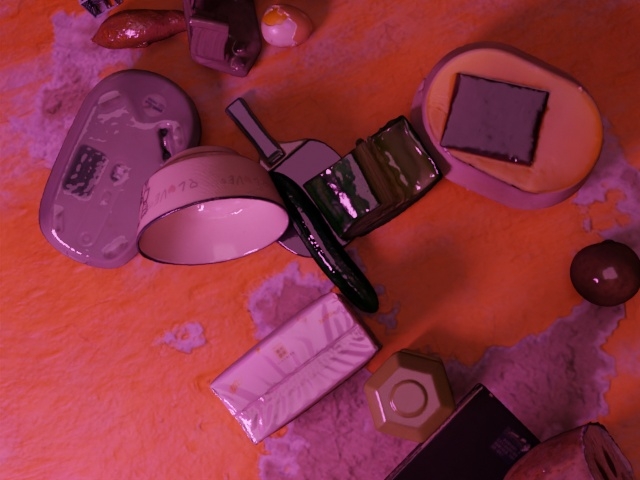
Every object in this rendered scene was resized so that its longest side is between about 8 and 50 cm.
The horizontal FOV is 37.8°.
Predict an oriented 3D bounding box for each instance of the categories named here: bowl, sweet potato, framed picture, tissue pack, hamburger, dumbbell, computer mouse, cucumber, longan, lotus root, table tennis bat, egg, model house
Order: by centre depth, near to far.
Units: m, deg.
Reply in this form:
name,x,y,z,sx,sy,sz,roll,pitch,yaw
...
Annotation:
name,x,y,z,sx,sy,sz,roll,pitch,yaw
lotus root,0.362,0.404,1.311,0.192,0.272,0.272,-28,82,15
dumbbell,0.129,0.211,1.317,0.108,0.302,0.121,43,92,9
framed picture,0.175,0.386,1.353,0.338,0.255,0.014,-46,37,0
tissue pack,-0.030,0.185,1.397,0.225,0.185,0.124,-38,85,2
cucumber,0.067,-0.089,1.408,0.191,0.191,0.130,-36,83,1
longan,0.432,0.044,1.413,0.106,0.106,0.119,1,45,6
hamburger,0.285,-0.175,1.424,0.295,0.151,0.227,28,90,0
bowl,-0.171,-0.061,1.430,0.238,0.238,0.126,-14,67,4
cucumber,0.000,0.000,1.466,0.056,0.056,0.284,-37,85,1
model house,-0.166,-0.386,1.467,0.122,0.188,0.229,-7,81,1
computer mouse,-0.324,-0.116,1.507,0.197,0.095,0.331,29,95,-5
table tennis bat,-0.053,-0.106,1.512,0.173,0.022,0.301,-39,83,1
egg,-0.054,-0.347,1.514,0.083,0.071,0.071,6,84,2
sweet potato,-0.280,-0.354,1.543,0.226,0.068,0.068,-8,83,4

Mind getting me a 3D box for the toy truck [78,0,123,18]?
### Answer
name,x,y,z,sx,sy,sz,roll,pitch,yaw
toy truck,-0.396,-0.444,1.508,0.080,0.178,0.115,-29,83,3
